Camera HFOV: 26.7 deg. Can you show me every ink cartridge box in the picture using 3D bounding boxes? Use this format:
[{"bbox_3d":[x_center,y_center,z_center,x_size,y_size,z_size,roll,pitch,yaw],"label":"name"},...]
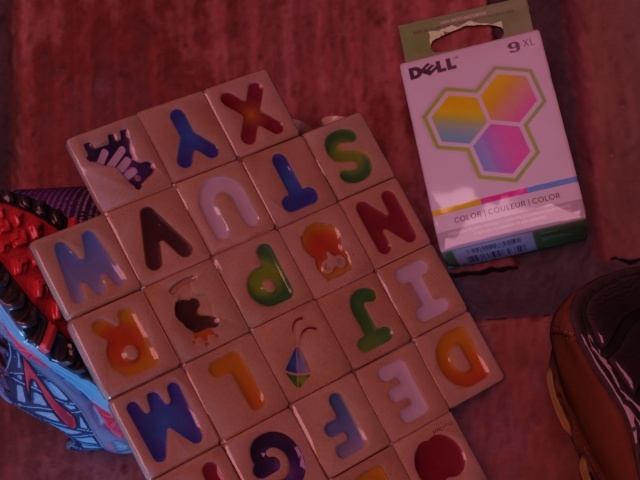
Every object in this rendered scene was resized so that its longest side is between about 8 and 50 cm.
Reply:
[{"bbox_3d":[0.125,-0.093,1.022,0.109,0.062,0.209,-13,73,9],"label":"ink cartridge box"}]

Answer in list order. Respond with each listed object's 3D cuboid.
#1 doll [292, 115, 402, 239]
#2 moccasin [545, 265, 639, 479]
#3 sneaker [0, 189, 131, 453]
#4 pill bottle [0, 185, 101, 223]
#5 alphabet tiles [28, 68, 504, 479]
[{"bbox_3d":[0.000,0.000,1.032,0.129,0.046,0.189,-2,74,12],"label":"doll"},{"bbox_3d":[0.256,0.204,0.882,0.139,0.147,0.380,-25,66,-17],"label":"moccasin"},{"bbox_3d":[-0.199,0.076,0.950,0.125,0.262,0.104,-14,41,24],"label":"sneaker"},{"bbox_3d":[-0.178,0.012,1.033,0.193,0.108,0.108,-3,75,12],"label":"pill bottle"},{"bbox_3d":[-0.026,0.053,0.932,0.285,0.011,0.343,-24,83,-33],"label":"alphabet tiles"}]
